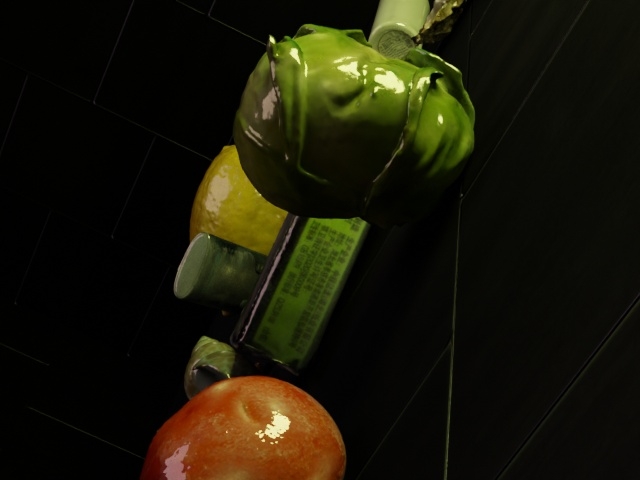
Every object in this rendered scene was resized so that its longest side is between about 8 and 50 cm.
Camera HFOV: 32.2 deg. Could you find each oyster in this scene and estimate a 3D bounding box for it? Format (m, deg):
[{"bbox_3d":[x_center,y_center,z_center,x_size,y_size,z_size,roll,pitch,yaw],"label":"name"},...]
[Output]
[{"bbox_3d":[0.192,-0.354,1.803,0.103,0.051,0.148,-54,13,-10],"label":"oyster"}]

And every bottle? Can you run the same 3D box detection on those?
[{"bbox_3d":[0.155,-0.420,2.132,0.104,0.104,0.245,-60,8,34],"label":"bottle"}]

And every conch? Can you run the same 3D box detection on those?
[{"bbox_3d":[-0.138,0.207,1.620,0.106,0.116,0.173,-48,15,-26],"label":"conch"}]

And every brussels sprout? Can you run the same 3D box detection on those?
[{"bbox_3d":[0.036,-0.127,1.262,0.294,0.260,0.227,170,119,-82],"label":"brussels sprout"}]

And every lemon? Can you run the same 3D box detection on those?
[{"bbox_3d":[-0.115,-0.030,2.111,0.285,0.285,0.316,133,130,-69],"label":"lemon"}]

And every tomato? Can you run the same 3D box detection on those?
[{"bbox_3d":[-0.084,0.242,1.114,0.232,0.189,0.232,-60,8,15],"label":"tomato"}]

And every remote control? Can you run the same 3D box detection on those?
[{"bbox_3d":[-0.112,0.071,1.785,0.107,0.044,0.377,-63,-27,1],"label":"remote control"}]

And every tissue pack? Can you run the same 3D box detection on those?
[{"bbox_3d":[0.000,0.000,1.639,0.288,0.124,0.394,128,167,-82],"label":"tissue pack"}]

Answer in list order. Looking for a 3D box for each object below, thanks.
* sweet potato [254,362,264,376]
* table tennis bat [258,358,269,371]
[{"bbox_3d":[-0.148,0.317,1.952,0.218,0.051,0.065,-65,10,2],"label":"sweet potato"},{"bbox_3d":[-0.079,0.181,2.040,0.150,0.027,0.236,-64,5,-2],"label":"table tennis bat"}]
